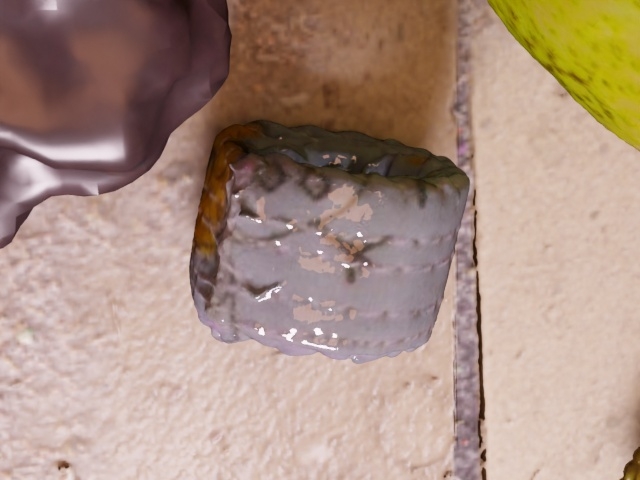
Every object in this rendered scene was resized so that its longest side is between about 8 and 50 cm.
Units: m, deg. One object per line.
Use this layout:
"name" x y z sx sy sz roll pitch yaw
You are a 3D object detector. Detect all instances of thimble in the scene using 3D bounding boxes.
"thimble" 0.003 0.001 0.962 0.151 0.127 0.118 8 107 -9

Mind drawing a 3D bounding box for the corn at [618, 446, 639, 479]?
"corn" 0.338 0.082 1.059 0.131 0.131 0.344 40 97 -21

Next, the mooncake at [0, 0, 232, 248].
"mooncake" -0.204 -0.175 0.801 0.381 0.212 0.351 -23 114 5

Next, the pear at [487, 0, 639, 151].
"pear" 0.237 -0.200 0.804 0.391 0.391 0.391 -4 111 -10
